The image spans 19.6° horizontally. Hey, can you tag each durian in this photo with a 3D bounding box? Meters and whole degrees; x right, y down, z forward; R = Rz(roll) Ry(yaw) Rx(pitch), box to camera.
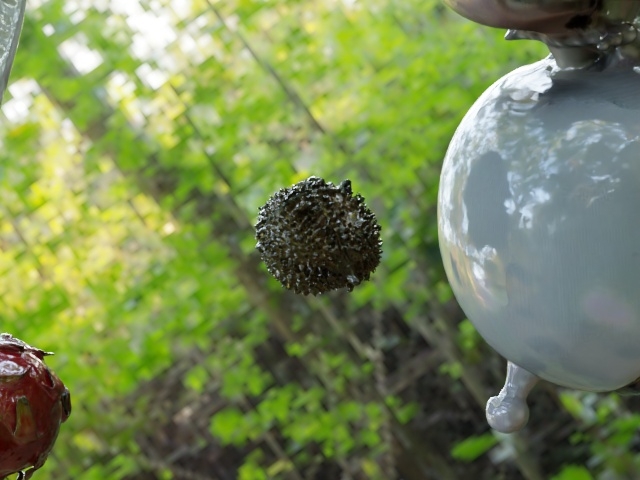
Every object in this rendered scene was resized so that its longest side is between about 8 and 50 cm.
[{"bbox_3d":[0.000,0.000,1.171,0.080,0.091,0.080,-16,-48,-18],"label":"durian"}]

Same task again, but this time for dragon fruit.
[{"bbox_3d":[-0.325,0.181,1.912,0.136,0.166,0.133,22,-10,-40],"label":"dragon fruit"}]

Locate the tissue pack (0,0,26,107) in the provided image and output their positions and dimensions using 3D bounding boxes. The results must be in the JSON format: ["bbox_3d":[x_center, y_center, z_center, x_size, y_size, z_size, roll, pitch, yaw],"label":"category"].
[{"bbox_3d":[-0.361,-0.078,1.307,0.356,0.194,0.266,-44,31,45],"label":"tissue pack"}]

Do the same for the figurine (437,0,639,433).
[{"bbox_3d":[0.169,-0.069,1.226,0.211,0.361,0.253,-15,20,-2],"label":"figurine"}]
